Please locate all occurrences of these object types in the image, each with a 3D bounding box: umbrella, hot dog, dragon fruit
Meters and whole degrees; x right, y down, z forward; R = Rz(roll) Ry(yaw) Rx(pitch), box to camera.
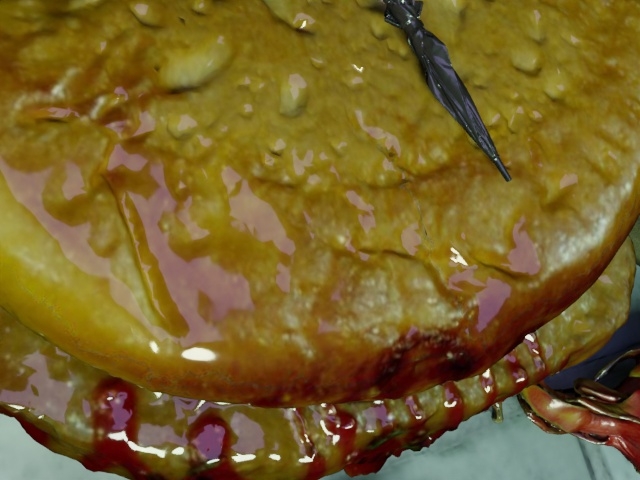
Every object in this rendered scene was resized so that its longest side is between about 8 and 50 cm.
[{"bbox_3d":[0.046,-0.077,0.439,0.022,0.013,0.122,-37,89,-18],"label":"umbrella"},{"bbox_3d":[0.001,-0.001,0.508,0.405,0.185,0.223,-13,80,-27],"label":"hot dog"},{"bbox_3d":[0.194,0.103,0.638,0.191,0.094,0.094,2,73,1],"label":"dragon fruit"}]

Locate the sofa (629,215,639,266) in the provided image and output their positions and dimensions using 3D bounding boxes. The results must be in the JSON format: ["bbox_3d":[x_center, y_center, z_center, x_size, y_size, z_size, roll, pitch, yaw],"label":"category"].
[{"bbox_3d":[0.301,-0.050,0.678,0.258,0.182,0.200,-32,50,-29],"label":"sofa"}]
